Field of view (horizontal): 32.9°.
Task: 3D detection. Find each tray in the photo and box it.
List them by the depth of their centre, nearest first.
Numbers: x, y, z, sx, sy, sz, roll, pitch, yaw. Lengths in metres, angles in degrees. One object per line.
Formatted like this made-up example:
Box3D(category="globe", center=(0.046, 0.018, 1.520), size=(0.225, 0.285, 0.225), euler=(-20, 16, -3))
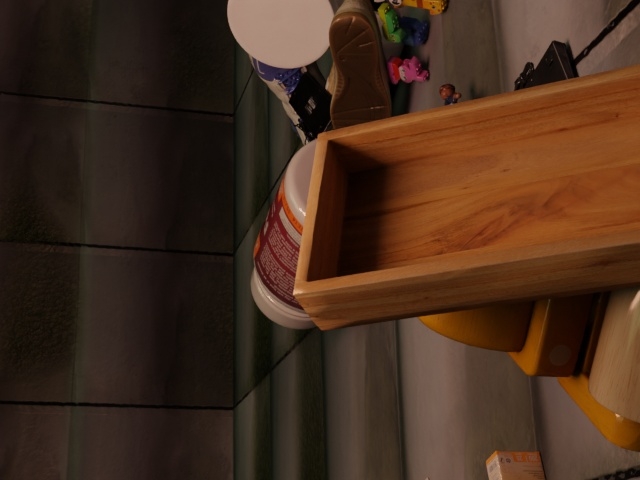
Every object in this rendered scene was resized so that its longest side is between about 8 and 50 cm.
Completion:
Box3D(category="tray", center=(0.186, -0.042, 1.002), size=(0.076, 0.410, 0.203), euler=(54, -146, -45))

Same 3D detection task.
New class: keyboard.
Box3D(category="keyboard", center=(0.280, -0.180, 1.410), size=(0.180, 0.023, 0.108), euler=(116, 147, -53))
Box3D(category="keyboard", center=(-0.009, -0.241, 2.048), size=(0.100, 0.038, 0.192), euler=(-58, 32, 18))

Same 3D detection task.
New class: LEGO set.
Box3D(category="LEGO set", center=(0.157, -0.364, 1.790), size=(0.087, 0.093, 0.227), euler=(-56, -32, -30))

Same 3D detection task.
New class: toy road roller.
Box3D(category="toy road roller", center=(0.235, 0.053, 1.088), size=(0.329, 0.240, 0.203), euler=(-123, 39, -66))

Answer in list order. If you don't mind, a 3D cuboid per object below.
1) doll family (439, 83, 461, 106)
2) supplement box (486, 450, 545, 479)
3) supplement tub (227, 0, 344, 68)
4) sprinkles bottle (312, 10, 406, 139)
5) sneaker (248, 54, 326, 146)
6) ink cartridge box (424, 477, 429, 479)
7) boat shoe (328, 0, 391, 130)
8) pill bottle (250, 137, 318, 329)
Box3D(category="doll family", center=(0.193, -0.152, 1.641), size=(0.193, 0.076, 0.111), euler=(122, 153, -52))
Box3D(category="supplement box", center=(0.245, 0.310, 1.332), size=(0.036, 0.062, 0.098), euler=(116, 153, -51))
Box3D(category="supplement tub", center=(-0.037, -0.501, 2.089), size=(0.331, 0.241, 0.241), euler=(-70, -2, -49))
Box3D(category="sprinkles bottle", center=(0.060, -0.258, 2.062), size=(0.121, 0.121, 0.355), euler=(-102, 21, -45))
Box3D(category="sneaker", center=(-0.017, -0.284, 2.240), size=(0.315, 0.127, 0.182), euler=(58, 178, -42))
Box3D(category="ink cartridge box", center=(0.156, 0.512, 1.682), size=(0.225, 0.056, 0.181), euler=(-61, 22, 17))
Box3D(category="boat shoe", center=(0.071, -0.289, 1.890), size=(0.302, 0.109, 0.098), euler=(81, -164, -45))
Box3D(category="pill bottle", center=(0.000, 0.000, 2.020), size=(0.392, 0.224, 0.224), euler=(118, 152, -56))
